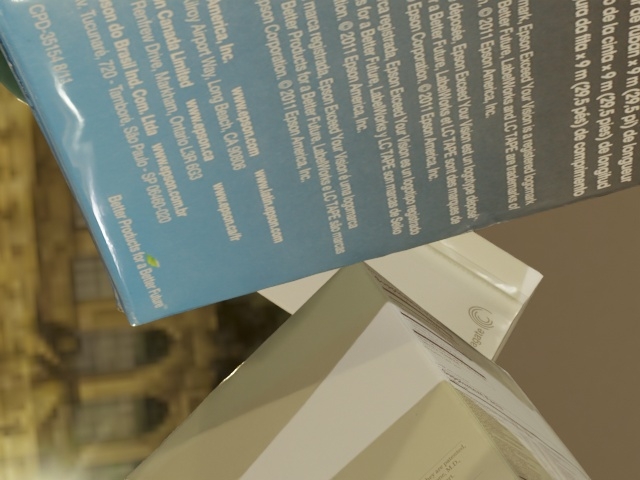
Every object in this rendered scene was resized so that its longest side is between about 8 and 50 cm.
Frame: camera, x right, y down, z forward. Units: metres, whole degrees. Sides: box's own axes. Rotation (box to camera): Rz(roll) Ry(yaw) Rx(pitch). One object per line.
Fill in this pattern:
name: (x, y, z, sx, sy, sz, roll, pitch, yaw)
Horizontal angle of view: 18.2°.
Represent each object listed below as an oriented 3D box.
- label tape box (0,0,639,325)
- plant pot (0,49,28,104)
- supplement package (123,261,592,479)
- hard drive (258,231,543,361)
label tape box: (0.060, -0.103, 0.700, 0.240, 0.334, 0.106, 78, -3, -62)
plant pot: (-0.041, -0.178, 0.936, 0.271, 0.255, 0.271, 35, -44, 44)
supplement package: (0.033, 0.160, 0.942, 0.149, 0.194, 0.203, 37, 13, -43)
hard drive: (0.000, 0.000, 1.672, 0.047, 0.353, 0.233, -54, 171, -28)
